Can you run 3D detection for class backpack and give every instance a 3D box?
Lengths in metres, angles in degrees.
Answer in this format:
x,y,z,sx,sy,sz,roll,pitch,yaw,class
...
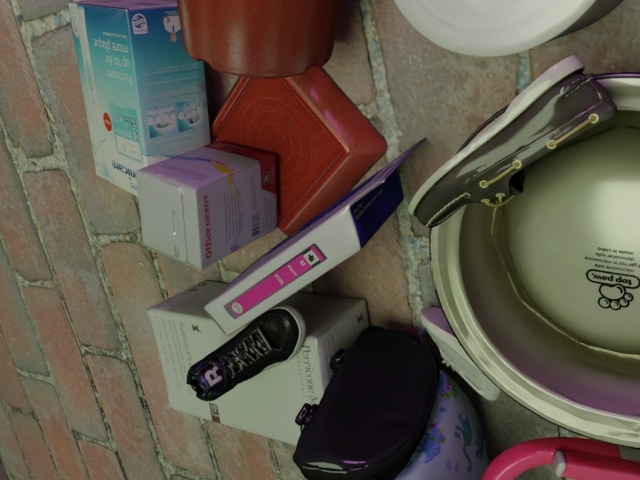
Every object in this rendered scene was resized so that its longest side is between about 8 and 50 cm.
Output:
x,y,z,sx,sy,sz,roll,pitch,yaw,class
0.127,0.354,0.945,0.273,0.290,0.356,10,124,23,backpack

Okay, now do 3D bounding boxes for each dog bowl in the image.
x,y,z,sx,sy,sz,roll,pitch,yaw,class
0.333,0.013,0.707,0.407,0.150,0.408,16,119,30,dog bowl

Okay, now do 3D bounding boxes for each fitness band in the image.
x,y,z,sx,sy,sz,roll,pitch,yaw,class
0.352,0.357,0.840,0.290,0.054,0.209,10,118,2,fitness band

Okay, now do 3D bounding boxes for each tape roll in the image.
x,y,z,sx,sy,sz,roll,pitch,yaw,class
0.199,-0.318,0.642,0.246,0.169,0.246,16,120,30,tape roll

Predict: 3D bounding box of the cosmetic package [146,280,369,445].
x,y,z,sx,sy,sz,roll,pitch,yaw,class
-0.101,0.205,1.122,0.384,0.156,0.217,2,110,38,cosmetic package

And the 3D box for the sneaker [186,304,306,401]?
x,y,z,sx,sy,sz,roll,pitch,yaw,class
-0.118,0.178,0.944,0.217,0.121,0.079,-41,81,39,sneaker

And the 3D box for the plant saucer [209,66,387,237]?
x,y,z,sx,sy,sz,roll,pitch,yaw,class
-0.062,-0.154,0.998,0.259,0.047,0.258,51,131,8,plant saucer

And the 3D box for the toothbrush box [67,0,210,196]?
x,y,z,sx,sy,sz,roll,pitch,yaw,class
-0.290,-0.234,1.055,0.216,0.126,0.296,25,126,43,toothbrush box

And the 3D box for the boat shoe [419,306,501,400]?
x,y,z,sx,sy,sz,roll,pitch,yaw,class
0.194,0.153,0.891,0.184,0.066,0.063,37,124,53,boat shoe

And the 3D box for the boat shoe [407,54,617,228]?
x,y,z,sx,sy,sz,roll,pitch,yaw,class
0.177,-0.075,0.630,0.069,0.081,0.228,53,129,11,boat shoe

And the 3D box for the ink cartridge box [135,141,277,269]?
x,y,z,sx,sy,sz,roll,pitch,yaw,class
-0.168,-0.059,0.973,0.127,0.176,0.128,18,121,30,ink cartridge box

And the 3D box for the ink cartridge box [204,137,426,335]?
x,y,z,sx,sy,sz,roll,pitch,yaw,class
0.000,0.000,0.917,0.371,0.176,0.069,-37,94,36,ink cartridge box

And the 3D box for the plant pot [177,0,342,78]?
x,y,z,sx,sy,sz,roll,pitch,yaw,class
-0.071,-0.360,0.784,0.272,0.272,0.265,27,133,25,plant pot
